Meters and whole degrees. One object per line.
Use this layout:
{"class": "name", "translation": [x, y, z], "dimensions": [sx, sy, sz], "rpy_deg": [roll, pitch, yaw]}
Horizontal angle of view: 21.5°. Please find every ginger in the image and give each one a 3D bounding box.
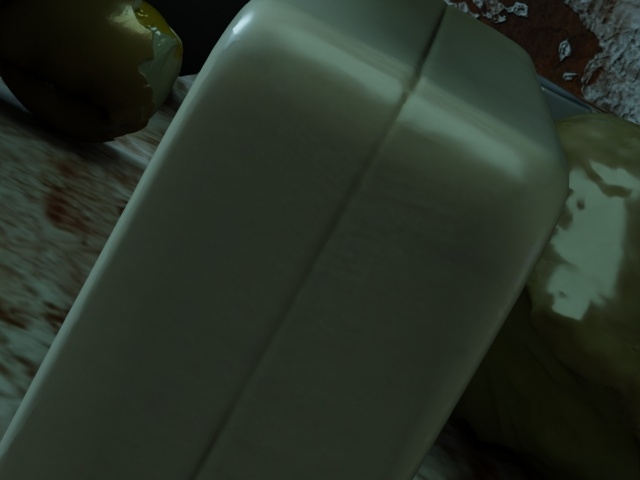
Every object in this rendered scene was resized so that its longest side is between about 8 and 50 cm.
{"class": "ginger", "translation": [0.124, 0.026, 0.687], "dimensions": [0.138, 0.152, 0.267], "rpy_deg": [1, 1, 33]}

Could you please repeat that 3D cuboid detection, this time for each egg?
{"class": "egg", "translation": [-0.106, -0.083, 0.757], "dimensions": [0.083, 0.071, 0.071], "rpy_deg": [26, 12, -2]}

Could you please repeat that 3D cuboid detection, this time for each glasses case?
{"class": "glasses case", "translation": [0.000, 0.000, 0.482], "dimensions": [0.076, 0.144, 0.336], "rpy_deg": [28, 11, 0]}

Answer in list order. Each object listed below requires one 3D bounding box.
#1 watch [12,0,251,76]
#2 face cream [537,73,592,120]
{"class": "watch", "translation": [-0.098, -0.284, 0.987], "dimensions": [0.314, 0.335, 0.327], "rpy_deg": [22, 4, -31]}
{"class": "face cream", "translation": [0.108, -0.060, 1.068], "dimensions": [0.117, 0.104, 0.117], "rpy_deg": [28, 13, -7]}
